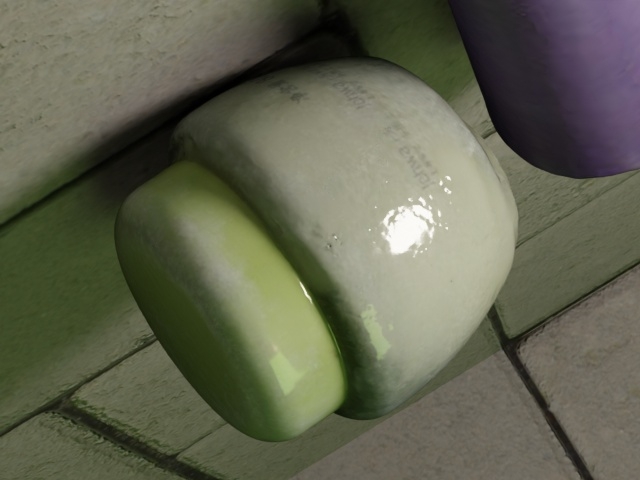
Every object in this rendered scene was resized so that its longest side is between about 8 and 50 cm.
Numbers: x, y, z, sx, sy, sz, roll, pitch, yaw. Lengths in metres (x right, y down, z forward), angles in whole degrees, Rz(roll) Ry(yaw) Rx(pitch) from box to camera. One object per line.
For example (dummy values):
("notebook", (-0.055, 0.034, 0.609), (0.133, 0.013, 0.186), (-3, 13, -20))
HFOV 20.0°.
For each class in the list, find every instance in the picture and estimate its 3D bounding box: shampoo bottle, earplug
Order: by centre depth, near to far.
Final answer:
("earplug", (0.208, -0.218, 1.594), (0.215, 0.215, 0.456), (-33, 158, 5))
("shampoo bottle", (0.000, 0.000, 1.637), (0.317, 0.322, 0.322), (-37, 164, -17))
